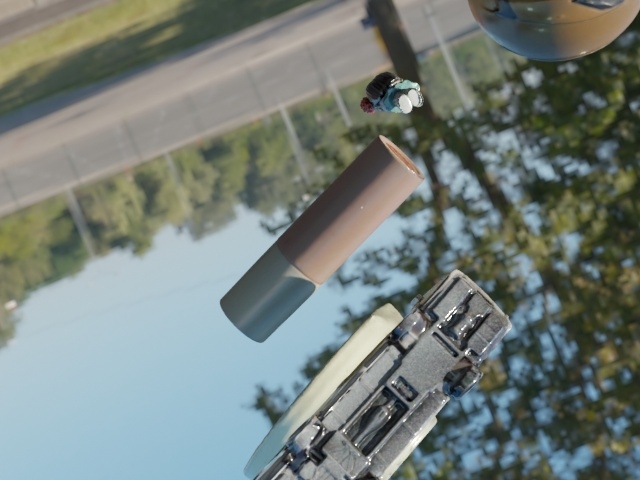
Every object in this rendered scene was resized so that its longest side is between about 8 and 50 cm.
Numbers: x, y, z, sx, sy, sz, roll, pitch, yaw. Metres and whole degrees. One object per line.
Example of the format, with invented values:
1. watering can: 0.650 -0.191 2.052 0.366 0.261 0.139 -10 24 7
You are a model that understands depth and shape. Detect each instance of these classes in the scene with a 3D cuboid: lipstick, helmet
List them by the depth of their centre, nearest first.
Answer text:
1. lipstick: 0.000 0.000 1.500 0.254 0.070 0.070 -46 180 12
2. helmet: 0.271 -0.284 1.639 0.224 0.130 0.198 15 164 18

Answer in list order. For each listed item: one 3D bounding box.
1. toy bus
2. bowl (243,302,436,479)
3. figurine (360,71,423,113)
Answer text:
1. toy bus: 0.048 0.179 1.376 0.342 0.097 0.138 -45 178 -28
2. bowl: 0.045 0.223 1.685 0.277 0.145 0.277 -47 172 -9
3. figurine: 0.088 -0.176 1.708 0.060 0.047 0.106 -51 -157 -3
